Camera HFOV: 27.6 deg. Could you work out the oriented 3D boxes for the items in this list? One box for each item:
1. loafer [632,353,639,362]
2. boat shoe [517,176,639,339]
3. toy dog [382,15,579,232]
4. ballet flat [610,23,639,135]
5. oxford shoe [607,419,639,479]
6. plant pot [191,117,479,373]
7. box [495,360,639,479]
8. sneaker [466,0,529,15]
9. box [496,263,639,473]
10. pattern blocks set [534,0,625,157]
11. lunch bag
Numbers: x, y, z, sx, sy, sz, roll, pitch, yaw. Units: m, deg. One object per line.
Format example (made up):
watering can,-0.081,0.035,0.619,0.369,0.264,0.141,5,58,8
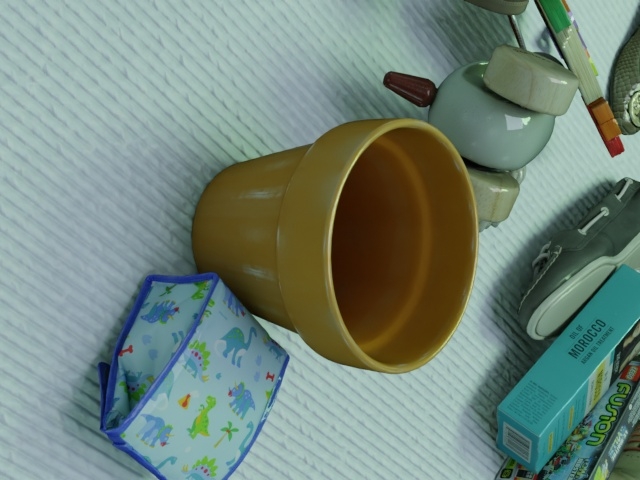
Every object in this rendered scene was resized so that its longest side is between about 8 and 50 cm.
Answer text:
loafer,0.474,0.185,1.727,0.268,0.102,0.092,-17,94,-48
boat shoe,0.318,0.016,1.560,0.335,0.095,0.112,-29,145,-40
toy dog,0.153,-0.138,1.279,0.220,0.161,0.334,-61,175,1
ballet flat,0.434,-0.245,1.678,0.084,0.058,0.250,46,60,-40
oxford shoe,0.394,0.275,1.629,0.348,0.123,0.130,6,97,-60
plant pot,0.000,0.000,1.101,0.205,0.188,0.205,-6,98,-49
box,0.301,0.222,1.526,0.207,0.114,0.036,-53,130,-32
sneaker,0.112,-0.272,1.217,0.066,0.188,0.071,-65,173,-62
box,0.298,0.146,1.494,0.244,0.060,0.100,-44,151,-22
pattern blocks set,0.251,-0.229,1.370,0.285,0.026,0.325,66,12,13
lunch bag,-0.109,0.122,1.058,0.129,0.096,0.151,49,48,-40
